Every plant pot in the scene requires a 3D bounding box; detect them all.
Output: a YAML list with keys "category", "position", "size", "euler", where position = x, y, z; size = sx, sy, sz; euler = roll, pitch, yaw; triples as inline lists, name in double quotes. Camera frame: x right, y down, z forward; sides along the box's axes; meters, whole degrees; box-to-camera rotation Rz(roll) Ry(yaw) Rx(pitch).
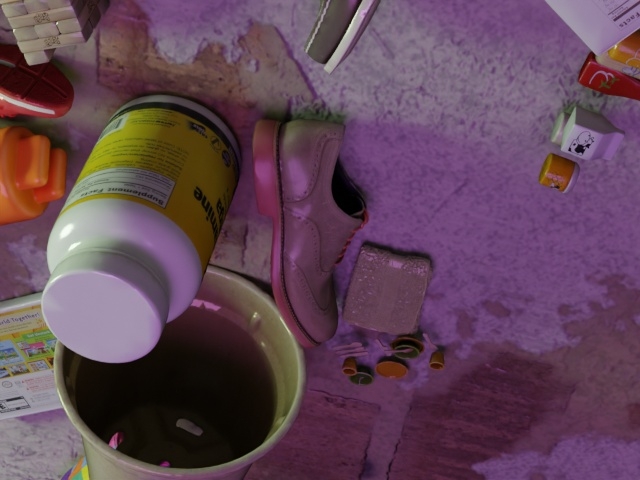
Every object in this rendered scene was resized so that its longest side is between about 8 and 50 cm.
- category: "plant pot"
  position: [-0.204, 0.250, 1.995]
  size: [0.334, 0.334, 0.305]
  euler: [15, 142, 1]

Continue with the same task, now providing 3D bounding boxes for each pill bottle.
- category: "pill bottle"
  position: [-0.219, -0.015, 1.740]
  size: [0.188, 0.334, 0.188]
  euler: [7, 130, 8]

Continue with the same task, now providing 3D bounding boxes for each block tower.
- category: "block tower"
  position: [-0.350, -0.371, 1.641]
  size: [0.097, 0.091, 0.335]
  euler: [-6, 127, 18]

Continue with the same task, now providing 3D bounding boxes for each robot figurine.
- category: "robot figurine"
  position: [-0.440, -0.077, 1.877]
  size: [0.219, 0.158, 0.128]
  euler: [-9, 104, 19]

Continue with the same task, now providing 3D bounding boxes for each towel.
- category: "towel"
  position: [0.089, 0.070, 1.939]
  size: [0.110, 0.027, 0.148]
  euler: [13, 132, 3]

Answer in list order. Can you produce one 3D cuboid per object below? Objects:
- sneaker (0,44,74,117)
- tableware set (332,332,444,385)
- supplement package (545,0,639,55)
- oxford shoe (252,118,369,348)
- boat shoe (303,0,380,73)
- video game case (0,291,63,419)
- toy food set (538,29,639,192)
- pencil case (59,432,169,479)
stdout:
- category: "sneaker"
  position: [-0.417, -0.182, 1.829]
  size: [0.221, 0.087, 0.128]
  euler: [24, 139, 9]
- category: "tableware set"
  position: [0.099, 0.173, 2.006]
  size: [0.154, 0.024, 0.104]
  euler: [-10, 141, 24]
- category: "supplement package"
  position: [0.265, -0.340, 1.491]
  size: [0.134, 0.139, 0.244]
  euler: [-35, 114, 32]
- category: "oxford shoe"
  position: [0.000, 0.000, 1.844]
  size: [0.130, 0.123, 0.348]
  euler: [-4, 129, 9]
- category: "boat shoe"
  position: [0.047, -0.332, 1.568]
  size: [0.096, 0.116, 0.324]
  euler: [26, 126, -2]
- category: "video game case"
  position: [-0.443, 0.175, 2.150]
  size: [0.227, 0.026, 0.206]
  euler: [-13, 125, 23]
- category: "toy food set"
  position: [0.344, -0.149, 1.646]
  size: [0.104, 0.111, 0.232]
  euler: [20, 128, -3]
- category: "pencil case"
  position: [-0.335, 0.375, 2.242]
  size: [0.104, 0.104, 0.236]
  euler: [37, 128, -17]
